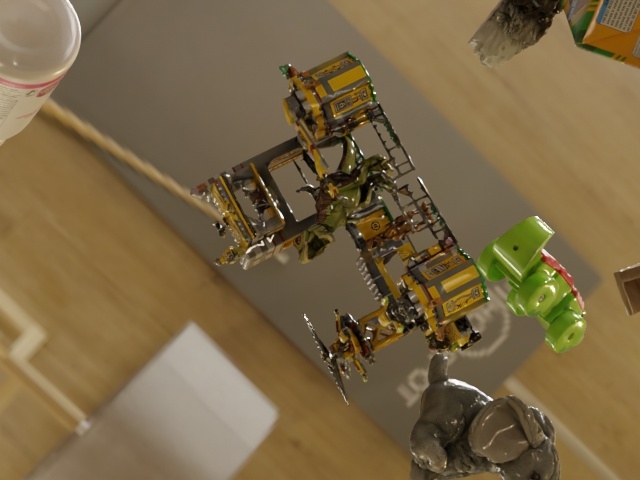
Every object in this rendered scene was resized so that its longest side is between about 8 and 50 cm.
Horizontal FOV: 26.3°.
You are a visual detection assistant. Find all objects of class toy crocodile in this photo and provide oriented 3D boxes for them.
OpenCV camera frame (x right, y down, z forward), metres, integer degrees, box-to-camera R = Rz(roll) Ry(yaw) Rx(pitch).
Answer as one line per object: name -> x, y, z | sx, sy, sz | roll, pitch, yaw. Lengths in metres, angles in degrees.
toy crocodile -> 0.327, 0.069, 2.012 | 0.105, 0.115, 0.340 | -44, 142, 0

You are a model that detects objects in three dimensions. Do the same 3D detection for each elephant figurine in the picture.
elephant figurine -> 0.248, 0.279, 1.821 | 0.239, 0.186, 0.169 | 4, -154, 19

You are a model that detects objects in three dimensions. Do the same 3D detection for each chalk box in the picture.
chalk box -> 0.388, -0.304, 1.542 | 0.289, 0.179, 0.180 | -79, -173, -69

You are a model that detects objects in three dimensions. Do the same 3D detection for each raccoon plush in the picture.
raccoon plush -> 0.451, -0.349, 1.861 | 0.446, 0.299, 0.216 | -50, -176, 18

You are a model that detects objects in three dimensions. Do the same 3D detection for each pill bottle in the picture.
pill bottle -> -0.446, -0.232, 1.866 | 0.160, 0.160, 0.283 | -50, -171, -35

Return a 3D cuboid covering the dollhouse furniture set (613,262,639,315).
dollhouse furniture set -> 0.503, 0.121, 1.364 | 0.286, 0.304, 0.198 | -21, 175, 40

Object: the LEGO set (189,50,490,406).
LEGO set -> 0.000, 0.000, 1.347 | 0.192, 0.331, 0.255 | -27, 179, -12
